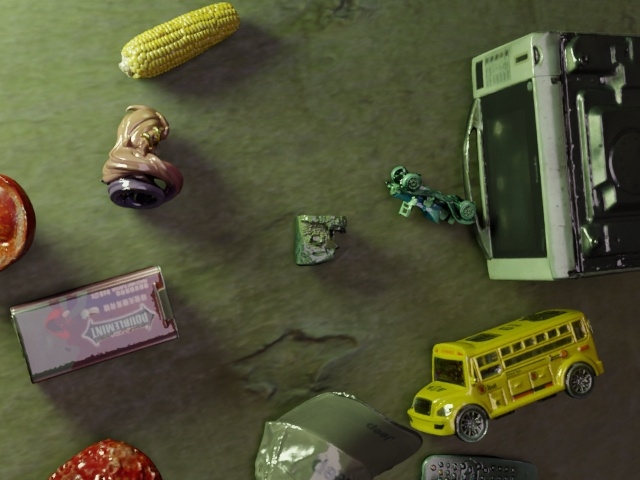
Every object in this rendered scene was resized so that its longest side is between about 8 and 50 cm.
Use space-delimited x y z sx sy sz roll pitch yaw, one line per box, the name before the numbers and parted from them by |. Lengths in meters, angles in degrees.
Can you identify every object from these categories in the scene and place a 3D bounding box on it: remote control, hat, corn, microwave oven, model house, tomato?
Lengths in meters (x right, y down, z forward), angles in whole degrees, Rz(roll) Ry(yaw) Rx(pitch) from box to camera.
remote control | 0.272 0.405 1.632 0.222 0.042 0.072 7 86 -20
hat | 0.022 0.350 1.459 0.214 0.245 0.149 31 57 -16
corn | -0.216 -0.306 1.453 0.206 0.067 0.067 -31 99 -22
microwave oven | 0.442 -0.137 1.594 0.333 0.247 0.394 -5 90 -25
model house | 0.000 0.000 1.526 0.079 0.066 0.083 0 90 -19
tomato | -0.467 -0.023 1.337 0.159 0.091 0.139 -30 90 8

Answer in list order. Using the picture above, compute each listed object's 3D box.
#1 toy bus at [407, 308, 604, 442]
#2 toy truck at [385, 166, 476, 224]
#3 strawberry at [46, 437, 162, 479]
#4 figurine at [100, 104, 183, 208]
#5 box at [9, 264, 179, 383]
toy bus | 0.302 0.222 1.595 0.330 0.144 0.152 -16 94 -22
toy truck | 0.182 -0.060 1.596 0.154 0.080 0.078 25 96 -19
strawberry | -0.311 0.445 1.331 0.261 0.257 0.261 -1 111 -2
figurine | -0.266 -0.125 1.404 0.114 0.126 0.157 -5 92 -64
box | -0.331 0.121 1.394 0.224 0.069 0.120 -18 96 -20
